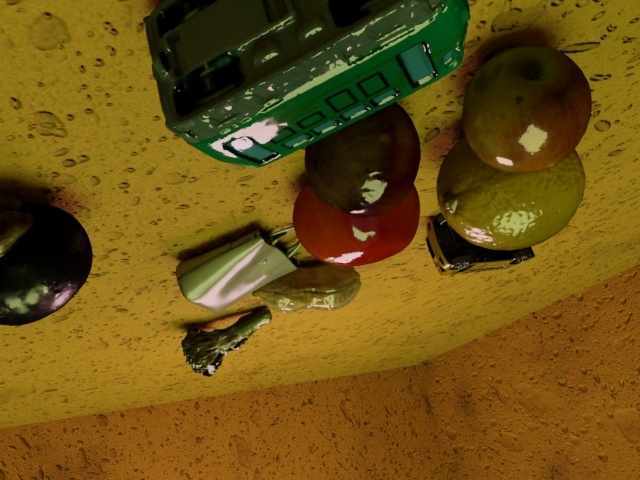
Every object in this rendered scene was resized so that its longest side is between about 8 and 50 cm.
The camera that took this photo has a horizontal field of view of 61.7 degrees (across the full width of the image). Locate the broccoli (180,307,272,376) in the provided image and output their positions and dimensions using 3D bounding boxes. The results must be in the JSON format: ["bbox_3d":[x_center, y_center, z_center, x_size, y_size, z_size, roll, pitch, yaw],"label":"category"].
[{"bbox_3d":[-0.291,0.299,1.706,0.304,0.165,0.145,-27,126,-6],"label":"broccoli"}]

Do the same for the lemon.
[{"bbox_3d":[0.356,-0.104,1.018,0.267,0.267,0.267,-13,157,-5],"label":"lemon"}]

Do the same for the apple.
[{"bbox_3d":[0.318,-0.206,0.836,0.196,0.195,0.196,-13,157,-5],"label":"apple"}]

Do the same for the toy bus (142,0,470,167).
[{"bbox_3d":[-0.005,-0.223,0.602,0.344,0.183,0.199,-22,159,19],"label":"toy bus"}]

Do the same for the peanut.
[{"bbox_3d":[-0.028,0.127,1.451,0.306,0.147,0.147,-1,153,-24],"label":"peanut"}]

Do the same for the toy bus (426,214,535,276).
[{"bbox_3d":[0.415,0.019,1.458,0.331,0.145,0.151,-3,156,-29],"label":"toy bus"}]

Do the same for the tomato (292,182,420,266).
[{"bbox_3d":[0.074,-0.045,1.065,0.260,0.180,0.260,-11,159,-4],"label":"tomato"}]

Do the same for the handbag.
[{"bbox_3d":[-0.160,0.060,1.263,0.315,0.109,0.241,-23,157,9],"label":"handbag"}]

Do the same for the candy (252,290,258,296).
[{"bbox_3d":[-0.164,0.148,1.567,0.083,0.023,0.025,-9,150,-40],"label":"candy"}]

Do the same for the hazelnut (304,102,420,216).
[{"bbox_3d":[0.082,-0.133,0.863,0.208,0.208,0.208,-13,157,-5],"label":"hazelnut"}]

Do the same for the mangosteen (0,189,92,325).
[{"bbox_3d":[-0.497,0.014,0.859,0.211,0.211,0.250,-21,125,15],"label":"mangosteen"}]
